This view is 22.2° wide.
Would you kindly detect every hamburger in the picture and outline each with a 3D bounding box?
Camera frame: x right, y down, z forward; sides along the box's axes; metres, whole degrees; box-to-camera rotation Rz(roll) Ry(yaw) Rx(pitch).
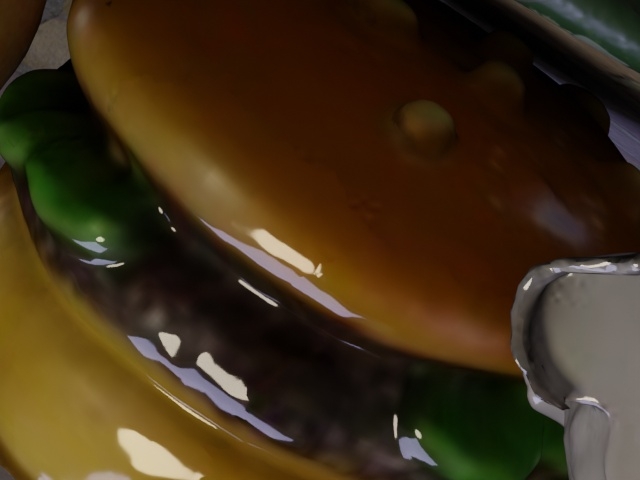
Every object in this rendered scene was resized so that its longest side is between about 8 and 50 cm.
[{"bbox_3d":[0.000,0.000,0.905,0.395,0.277,0.396,25,-154,-13],"label":"hamburger"}]

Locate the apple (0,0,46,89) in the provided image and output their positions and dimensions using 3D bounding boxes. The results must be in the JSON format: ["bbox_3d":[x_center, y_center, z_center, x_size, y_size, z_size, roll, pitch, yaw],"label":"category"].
[{"bbox_3d":[-0.333,-0.178,0.837,0.346,0.391,0.391,45,176,-42],"label":"apple"}]

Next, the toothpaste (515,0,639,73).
[{"bbox_3d":[0.074,-0.078,0.482,0.204,0.031,0.049,31,-173,-12],"label":"toothpaste"}]

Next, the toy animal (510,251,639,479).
[{"bbox_3d":[0.221,0.070,0.688,0.257,0.194,0.357,10,-171,30],"label":"toy animal"}]
